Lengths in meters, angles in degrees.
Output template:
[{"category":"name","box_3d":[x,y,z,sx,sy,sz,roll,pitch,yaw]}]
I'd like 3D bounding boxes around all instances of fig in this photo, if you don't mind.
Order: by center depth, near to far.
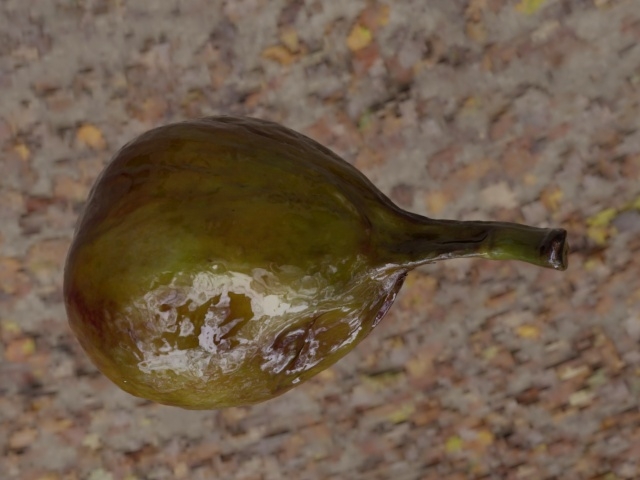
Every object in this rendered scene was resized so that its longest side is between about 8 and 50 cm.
[{"category":"fig","box_3d":[-0.006,0.032,0.856,0.290,0.190,0.190,18,146,17]}]
